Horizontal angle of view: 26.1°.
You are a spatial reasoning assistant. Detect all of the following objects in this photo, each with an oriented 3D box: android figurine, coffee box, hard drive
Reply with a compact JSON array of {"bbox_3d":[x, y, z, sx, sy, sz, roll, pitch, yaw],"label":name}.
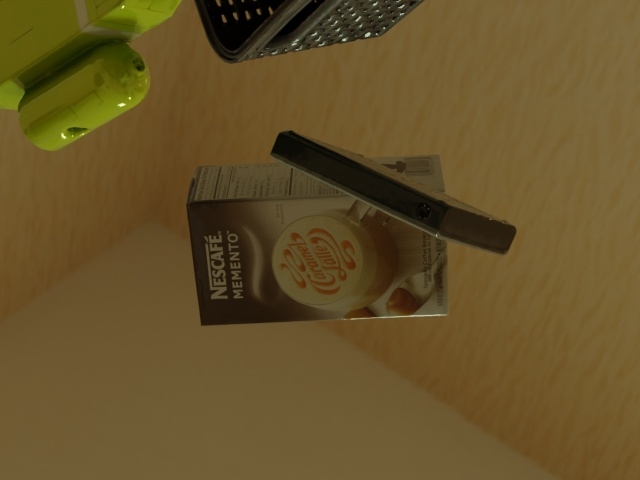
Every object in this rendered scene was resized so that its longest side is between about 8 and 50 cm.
[{"bbox_3d":[-0.163,-0.189,0.857,0.056,0.273,0.248,3,-112,-50],"label":"android figurine"},{"bbox_3d":[0.000,0.000,1.360,0.246,0.141,0.098,-3,-154,3],"label":"coffee box"},{"bbox_3d":[0.046,-0.031,0.868,0.135,0.022,0.094,28,-172,34],"label":"hard drive"}]

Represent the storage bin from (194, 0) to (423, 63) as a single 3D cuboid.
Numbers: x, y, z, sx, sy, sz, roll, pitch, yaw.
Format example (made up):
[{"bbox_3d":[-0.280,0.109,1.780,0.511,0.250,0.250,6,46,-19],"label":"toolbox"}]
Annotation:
[{"bbox_3d":[-0.014,-0.183,0.612,0.084,0.122,0.180,-14,-99,-29],"label":"storage bin"}]
